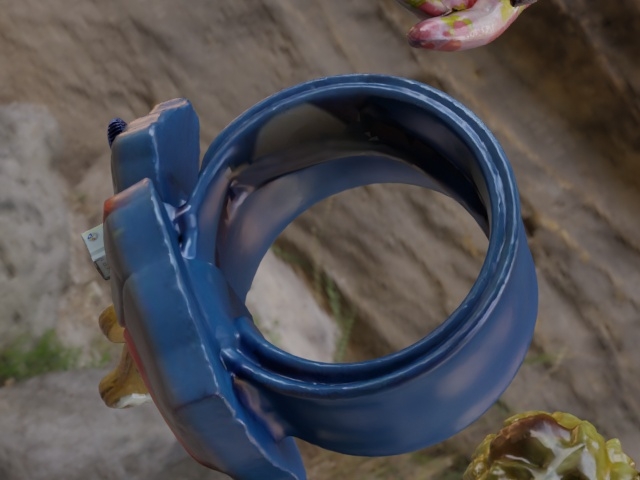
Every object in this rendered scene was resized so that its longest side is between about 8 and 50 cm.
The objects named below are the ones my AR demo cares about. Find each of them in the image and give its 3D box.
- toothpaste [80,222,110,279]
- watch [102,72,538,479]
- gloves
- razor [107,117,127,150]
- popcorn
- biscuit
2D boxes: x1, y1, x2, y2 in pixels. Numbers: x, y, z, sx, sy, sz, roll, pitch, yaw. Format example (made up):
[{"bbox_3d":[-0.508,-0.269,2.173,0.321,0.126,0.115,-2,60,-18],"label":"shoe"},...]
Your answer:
[{"bbox_3d":[-0.160,-0.018,1.374,0.046,0.164,0.034,59,-7,39],"label":"toothpaste"},{"bbox_3d":[0.000,0.000,0.940,0.241,0.274,0.305,60,10,-61],"label":"watch"},{"bbox_3d":[0.124,-0.228,1.098,0.126,0.145,0.241,86,28,-59],"label":"gloves"},{"bbox_3d":[-0.159,-0.058,1.135,0.044,0.028,0.154,1,32,-22],"label":"razor"},{"bbox_3d":[0.247,0.285,1.414,0.169,0.189,0.218,80,6,-57],"label":"popcorn"},{"bbox_3d":[-0.143,0.081,1.334,0.158,0.240,0.035,-17,51,-29],"label":"biscuit"}]
